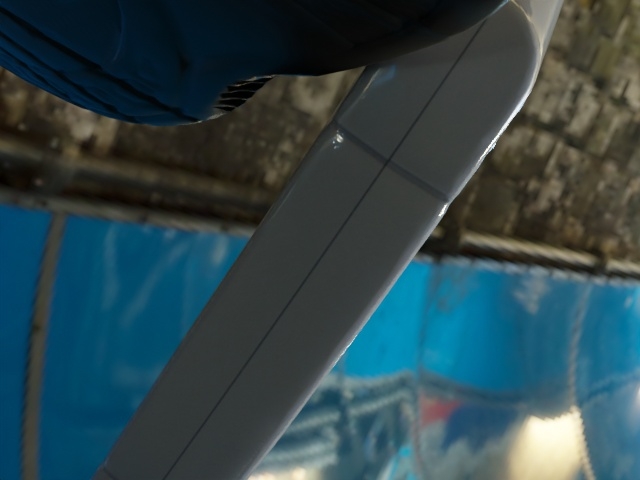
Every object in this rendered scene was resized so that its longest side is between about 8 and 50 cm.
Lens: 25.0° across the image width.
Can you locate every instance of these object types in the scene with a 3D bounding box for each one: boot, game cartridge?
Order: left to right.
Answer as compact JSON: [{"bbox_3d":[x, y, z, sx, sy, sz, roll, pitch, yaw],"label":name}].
[{"bbox_3d":[-0.019,-0.198,0.522,0.138,0.284,0.377,33,163,-26],"label":"boot"},{"bbox_3d":[0.000,0.000,0.575,0.060,0.294,0.196,35,-150,1],"label":"game cartridge"}]
